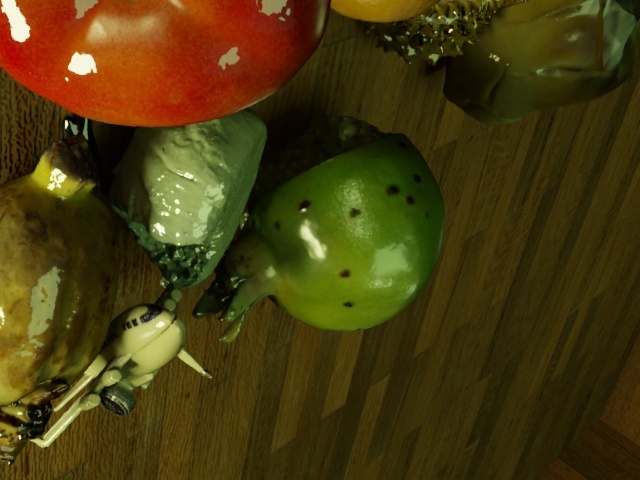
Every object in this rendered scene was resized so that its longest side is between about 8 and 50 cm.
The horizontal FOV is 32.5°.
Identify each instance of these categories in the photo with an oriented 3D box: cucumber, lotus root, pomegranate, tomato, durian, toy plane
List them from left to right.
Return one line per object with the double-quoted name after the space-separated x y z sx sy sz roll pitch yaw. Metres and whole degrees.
-0.272 0.045 1.027 0.169 0.141 0.314 0 112 -61 "lotus root"
-0.231 -0.067 1.079 0.033 0.034 0.135 -28 142 -32 "cucumber"
-0.199 0.116 1.141 0.104 0.256 0.242 50 55 -20 "toy plane"
-0.125 -0.228 0.864 0.226 0.298 0.298 -96 -151 -70 "tomato"
0.000 0.000 1.287 0.341 0.260 0.260 -36 147 -22 "pomegranate"
0.160 -0.267 1.292 0.224 0.078 0.140 -11 130 5 "durian"

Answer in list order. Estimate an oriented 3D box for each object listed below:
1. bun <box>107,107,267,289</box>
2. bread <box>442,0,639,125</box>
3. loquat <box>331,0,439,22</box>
-0.143 -0.055 1.129 0.204 0.126 0.212 -59 171 -53 "bun"
0.319 -0.337 1.421 0.300 0.210 0.341 -25 134 -31 "bread"
0.053 -0.312 1.098 0.187 0.176 0.234 -21 153 27 "loquat"
